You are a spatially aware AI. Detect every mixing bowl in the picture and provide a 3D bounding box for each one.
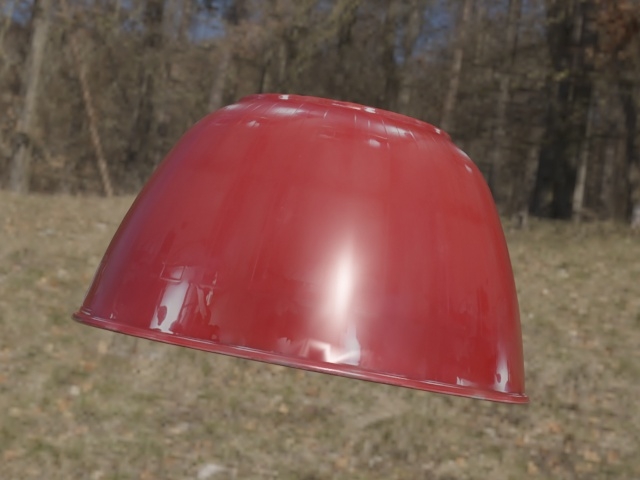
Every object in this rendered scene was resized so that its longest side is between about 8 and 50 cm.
[{"bbox_3d":[0.000,0.000,0.469,0.181,0.098,0.181,9,-4,1],"label":"mixing bowl"}]
